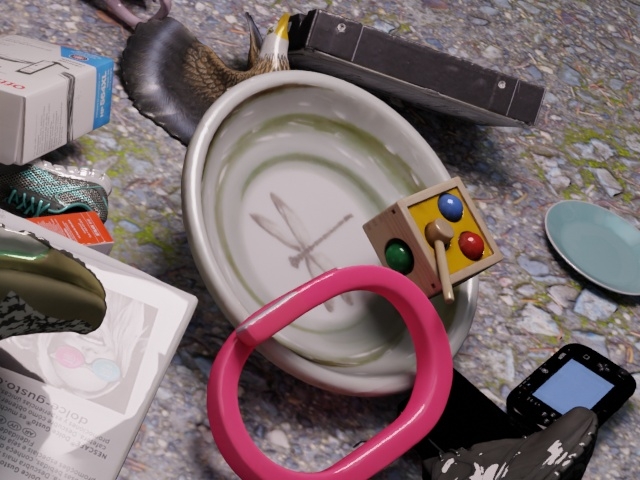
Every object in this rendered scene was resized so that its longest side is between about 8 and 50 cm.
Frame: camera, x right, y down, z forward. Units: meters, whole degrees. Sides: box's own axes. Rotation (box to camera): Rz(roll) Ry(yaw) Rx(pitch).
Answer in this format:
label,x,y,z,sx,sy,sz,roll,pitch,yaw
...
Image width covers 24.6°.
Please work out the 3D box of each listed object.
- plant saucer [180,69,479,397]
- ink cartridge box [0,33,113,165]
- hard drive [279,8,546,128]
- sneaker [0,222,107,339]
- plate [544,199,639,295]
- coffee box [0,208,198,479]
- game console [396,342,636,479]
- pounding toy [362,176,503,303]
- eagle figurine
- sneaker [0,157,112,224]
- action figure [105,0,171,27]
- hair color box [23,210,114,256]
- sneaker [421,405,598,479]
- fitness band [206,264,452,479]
label,x,y,z,sx,sy,sz,roll,pitch,yaw
plant saucer,0.000,0.000,1.696,0.400,0.100,0.400,16,59,-29
ink cartridge box,-0.349,-0.165,1.679,0.148,0.086,0.203,16,22,15
hard drive,0.115,-0.233,2.040,0.339,0.064,0.237,16,1,-16
sneaker,-0.314,0.094,0.893,0.410,0.158,0.182,-5,81,-37
plate,0.393,0.015,2.055,0.188,0.024,0.188,18,37,-15
coffee box,-0.343,0.182,1.116,0.338,0.337,0.334,26,38,-4
game console,0.247,0.203,1.720,0.213,0.044,0.361,41,38,16
pounding toy,0.130,0.010,1.653,0.141,0.100,0.130,-22,81,-42
eagle figurine,-0.089,-0.192,1.893,0.298,0.225,0.226,22,-24,52
sneaker,-0.311,-0.048,1.648,0.166,0.065,0.076,5,49,-23
action figure,-0.370,-0.442,2.013,0.370,0.248,0.275,17,63,-16
hair color box,-0.309,0.026,1.532,0.167,0.093,0.053,-8,49,-40
sneaker,0.178,0.251,1.524,0.130,0.109,0.286,38,55,26
fitness band,0.013,0.147,1.536,0.291,0.054,0.209,-30,95,-32
